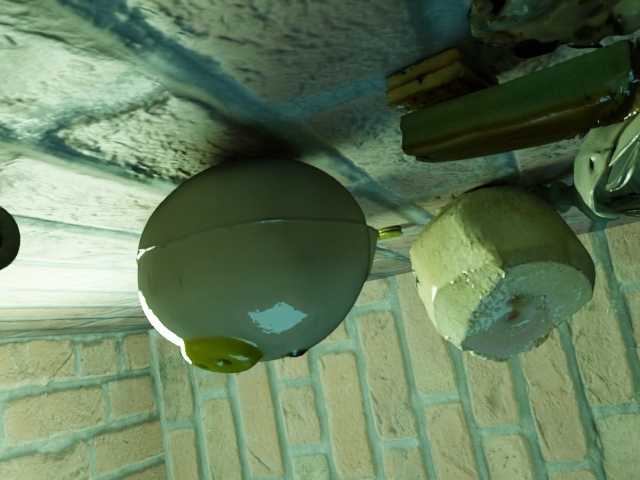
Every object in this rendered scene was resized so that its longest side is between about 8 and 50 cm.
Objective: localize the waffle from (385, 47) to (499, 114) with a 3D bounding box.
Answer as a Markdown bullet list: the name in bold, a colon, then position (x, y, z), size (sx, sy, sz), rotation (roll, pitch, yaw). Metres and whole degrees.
- **waffle**: position (0.155, -0.182, 0.742), size (0.102, 0.042, 0.148), rotation (-16, 169, 35)

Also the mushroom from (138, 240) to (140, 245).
- **mushroom**: position (-0.274, -0.003, 1.202), size (0.223, 0.081, 0.092), rotation (-20, 148, 34)

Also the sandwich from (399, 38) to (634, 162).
- **sandwich**: position (0.194, -0.133, 0.670), size (0.212, 0.063, 0.245), rotation (-10, 176, 6)

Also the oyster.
- **oyster**: position (0.234, -0.224, 0.506), size (0.166, 0.094, 0.294), rotation (-8, -172, -36)

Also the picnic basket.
- **picnic basket**: position (0.412, -0.208, 0.826), size (0.110, 0.054, 0.193), rotation (-11, 170, -3)

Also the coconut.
- **coconut**: position (0.410, 0.048, 1.451), size (0.405, 0.404, 0.404), rotation (-10, 170, -2)

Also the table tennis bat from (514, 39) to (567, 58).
- **table tennis bat**: position (0.268, -0.228, 0.701), size (0.083, 0.007, 0.050), rotation (-11, 170, 10)

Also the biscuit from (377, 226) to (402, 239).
- **biscuit**: position (0.192, -0.020, 1.728), size (0.084, 0.023, 0.084), rotation (-9, 171, -1)

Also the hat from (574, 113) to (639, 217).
- **hat**: position (0.523, -0.160, 0.979), size (0.232, 0.161, 0.275), rotation (-23, 150, -16)

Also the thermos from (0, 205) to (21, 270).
- **thermos**: position (-0.567, -0.002, 0.899), size (0.193, 0.105, 0.137), rotation (-8, 146, 27)

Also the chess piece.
- **chess piece**: position (0.589, -0.106, 1.449), size (0.139, 0.139, 0.272), rotation (-6, -179, -25)

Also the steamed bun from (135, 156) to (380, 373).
- **steamed bun**: position (-0.103, 0.032, 0.920), size (0.374, 0.333, 0.334), rotation (-14, 170, 44)
